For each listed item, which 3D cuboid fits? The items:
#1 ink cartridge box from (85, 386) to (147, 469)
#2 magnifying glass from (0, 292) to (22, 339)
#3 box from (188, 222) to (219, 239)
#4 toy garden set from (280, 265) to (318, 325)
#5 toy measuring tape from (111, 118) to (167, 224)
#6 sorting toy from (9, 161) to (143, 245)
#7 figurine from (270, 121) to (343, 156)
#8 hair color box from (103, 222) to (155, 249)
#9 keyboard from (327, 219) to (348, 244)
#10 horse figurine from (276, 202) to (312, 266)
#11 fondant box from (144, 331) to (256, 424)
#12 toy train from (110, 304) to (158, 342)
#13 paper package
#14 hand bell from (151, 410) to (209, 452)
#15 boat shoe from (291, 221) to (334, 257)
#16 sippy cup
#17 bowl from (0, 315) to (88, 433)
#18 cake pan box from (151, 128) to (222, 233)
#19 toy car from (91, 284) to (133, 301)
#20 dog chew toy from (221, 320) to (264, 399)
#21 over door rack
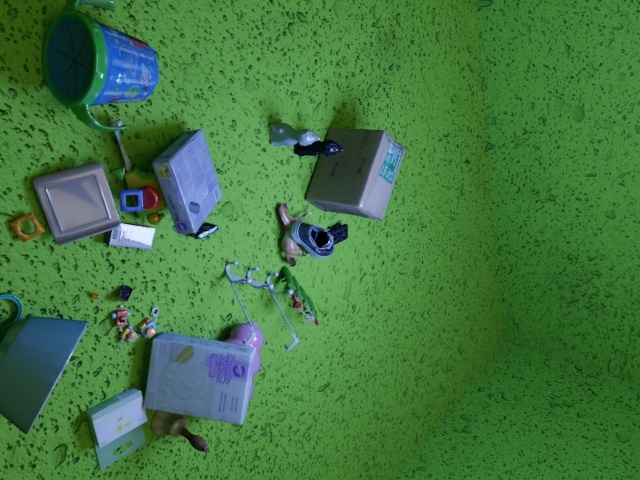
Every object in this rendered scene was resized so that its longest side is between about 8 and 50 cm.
[{"bbox_3d":[-0.649,0.617,1.748,0.171,0.056,0.235,-23,115,-42],"label":"ink cartridge box"},{"bbox_3d":[-0.867,0.252,1.432,0.092,0.026,0.230,23,85,-48],"label":"magnifying glass"},{"bbox_3d":[-0.396,-0.032,1.823,0.083,0.067,0.018,-30,121,-37],"label":"box"},{"bbox_3d":[-0.083,0.250,2.167,0.049,0.203,0.244,-29,129,4],"label":"toy garden set"},{"bbox_3d":[-0.518,-0.201,1.603,0.121,0.121,0.330,-29,121,-39],"label":"toy measuring tape"},{"bbox_3d":[-0.677,-0.104,1.501,0.348,0.047,0.195,-21,110,-25],"label":"sorting toy"},{"bbox_3d":[-0.053,-0.369,1.988,0.215,0.209,0.092,14,91,-48],"label":"figurine"},{"bbox_3d":[-0.582,-0.016,1.646,0.141,0.043,0.071,10,94,-49],"label":"hair color box"},{"bbox_3d":[0.061,-0.022,2.337,0.192,0.038,0.100,-25,118,-41],"label":"keyboard"},{"bbox_3d":[-0.105,-0.017,2.142,0.174,0.066,0.263,-4,101,-54],"label":"horse figurine"},{"bbox_3d":[-0.396,0.453,1.781,0.096,0.331,0.238,-65,164,-84],"label":"fondant box"},{"bbox_3d":[-0.585,0.267,1.721,0.166,0.046,0.125,3,99,-47],"label":"toy train"},{"bbox_3d":[0.140,-0.265,2.150,0.168,0.310,0.324,25,81,-48],"label":"paper package"},{"bbox_3d":[-0.457,0.655,1.823,0.126,0.242,0.126,-16,113,-43],"label":"hand bell"},{"bbox_3d":[0.000,0.000,2.159,0.301,0.102,0.108,38,62,-56],"label":"boat shoe"},{"bbox_3d":[-0.564,-0.461,1.424,0.224,0.240,0.305,-10,133,-55],"label":"sippy cup"},{"bbox_3d":[-0.758,0.324,1.401,0.163,0.311,0.311,28,79,-18],"label":"bowl"},{"bbox_3d":[-0.403,-0.189,1.681,0.266,0.070,0.245,-71,155,-54],"label":"cake pan box"},{"bbox_3d":[-0.641,0.161,1.653,0.122,0.060,0.040,17,133,-32],"label":"toy car"},{"bbox_3d":[-0.313,0.452,1.964,0.206,0.207,0.331,44,60,-44],"label":"dog chew toy"},{"bbox_3d":[-0.199,0.226,1.950,0.108,0.324,0.240,-38,144,25],"label":"over door rack"}]
